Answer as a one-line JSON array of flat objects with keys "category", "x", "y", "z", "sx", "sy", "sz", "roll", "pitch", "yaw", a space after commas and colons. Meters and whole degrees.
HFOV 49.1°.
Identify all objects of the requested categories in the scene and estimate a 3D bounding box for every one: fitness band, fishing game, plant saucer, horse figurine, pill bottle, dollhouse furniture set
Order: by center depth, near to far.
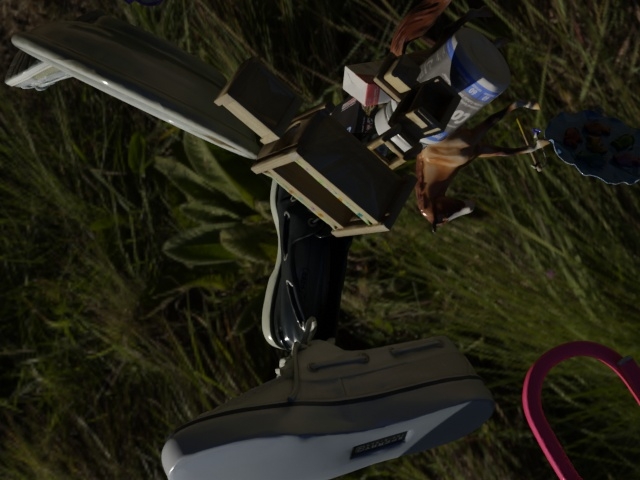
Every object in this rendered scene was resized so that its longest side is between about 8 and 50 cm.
[{"category": "dollhouse furniture set", "x": 0.008, "y": -0.121, "z": 0.639, "sx": 0.182, "sy": 0.161, "sz": 0.101, "roll": 39, "pitch": 159, "yaw": -22}, {"category": "pill bottle", "x": 0.125, "y": -0.152, "z": 0.744, "sx": 0.078, "sy": 0.078, "sz": 0.137, "roll": 14, "pitch": 143, "yaw": -34}, {"category": "horse figurine", "x": 0.154, "y": -0.163, "z": 0.825, "sx": 0.174, "sy": 0.263, "sz": 0.066, "roll": -25, "pitch": -169, "yaw": 9}, {"category": "plant saucer", "x": -0.260, "y": -0.252, "z": 1.087, "sx": 0.400, "sy": 0.400, "sz": 0.100, "roll": 24, "pitch": 92, "yaw": -43}, {"category": "fishing game", "x": 0.448, "y": -0.158, "z": 1.102, "sx": 0.264, "sy": 0.189, "sz": 0.041, "roll": 6, "pitch": 134, "yaw": -2}, {"category": "fitness band", "x": 0.471, "y": 0.310, "z": 1.182, "sx": 0.209, "sy": 0.290, "sz": 0.054, "roll": -28, "pitch": 163, "yaw": 1}]

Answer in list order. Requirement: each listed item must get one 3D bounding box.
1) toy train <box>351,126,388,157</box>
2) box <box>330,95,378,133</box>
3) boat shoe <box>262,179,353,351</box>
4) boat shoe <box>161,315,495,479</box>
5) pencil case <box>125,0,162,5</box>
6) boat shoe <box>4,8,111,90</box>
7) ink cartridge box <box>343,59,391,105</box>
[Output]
[{"category": "toy train", "x": 0.019, "y": -0.119, "z": 1.415, "sx": 0.142, "sy": 0.190, "sz": 0.334, "roll": -2, "pitch": 176, "yaw": -36}, {"category": "box", "x": 0.050, "y": -0.249, "z": 2.008, "sx": 0.073, "sy": 0.293, "sz": 0.295, "roll": 16, "pitch": 166, "yaw": -24}, {"category": "boat shoe", "x": -0.003, "y": 0.000, "z": 1.001, "sx": 0.127, "sy": 0.340, "sz": 0.113, "roll": 10, "pitch": -177, "yaw": -42}, {"category": "boat shoe", "x": 0.003, "y": 0.161, "z": 0.771, "sx": 0.367, "sy": 0.156, "sz": 0.135, "roll": -9, "pitch": 137, "yaw": -19}, {"category": "pencil case", "x": -0.234, "y": -0.438, "z": 1.087, "sx": 0.086, "sy": 0.206, "sz": 0.088, "roll": 42, "pitch": 138, "yaw": -15}, {"category": "boat shoe", "x": -0.528, "y": -0.375, "z": 1.450, "sx": 0.320, "sy": 0.118, "sz": 0.103, "roll": -14, "pitch": 144, "yaw": 28}, {"category": "ink cartridge box", "x": 0.171, "y": -0.407, "z": 1.784, "sx": 0.198, "sy": 0.115, "sz": 0.067, "roll": -15, "pitch": 131, "yaw": -24}]
